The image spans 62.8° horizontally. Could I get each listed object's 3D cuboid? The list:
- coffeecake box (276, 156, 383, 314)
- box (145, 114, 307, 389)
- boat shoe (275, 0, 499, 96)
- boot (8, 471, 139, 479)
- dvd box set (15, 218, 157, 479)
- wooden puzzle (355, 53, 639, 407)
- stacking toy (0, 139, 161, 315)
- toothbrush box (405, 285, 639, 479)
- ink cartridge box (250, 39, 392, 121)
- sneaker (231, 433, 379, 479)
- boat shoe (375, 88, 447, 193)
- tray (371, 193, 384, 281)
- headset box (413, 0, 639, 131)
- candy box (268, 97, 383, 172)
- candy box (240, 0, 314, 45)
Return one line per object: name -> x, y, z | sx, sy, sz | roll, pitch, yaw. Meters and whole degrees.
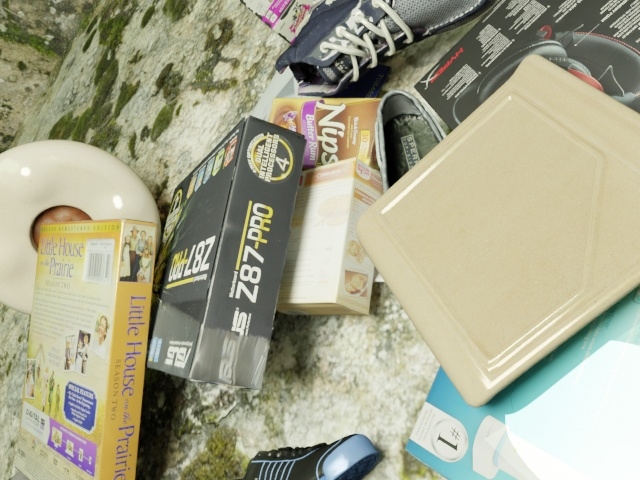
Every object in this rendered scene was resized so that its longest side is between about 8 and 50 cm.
coffeecake box -> 0.000, 0.000, 0.686 | 0.142, 0.068, 0.185 | -8, 66, 43
box -> -0.166, 0.036, 0.769 | 0.395, 0.097, 0.318 | -16, 63, 60
boat shoe -> 0.075, -0.264, 0.664 | 0.340, 0.127, 0.158 | 9, 64, 57
boot -> -0.402, 0.450, 0.886 | 0.338, 0.118, 0.223 | 33, 92, 35
dvd box set -> -0.373, 0.179, 0.817 | 0.307, 0.062, 0.420 | -1, 84, 42
wooden puzzle -> 0.158, -0.016, 0.441 | 0.239, 0.044, 0.221 | -46, 44, 16
stacking toy -> -0.554, -0.067, 1.165 | 0.351, 0.350, 0.480 | -60, 27, 4
toothbrush box -> 0.246, 0.138, 0.395 | 0.295, 0.126, 0.216 | 18, 82, 47
ink cartridge box -> -0.020, -0.225, 0.868 | 0.224, 0.045, 0.223 | 38, 98, 45
sneaker -> -0.034, 0.279, 0.625 | 0.232, 0.081, 0.090 | -44, 54, 21
boat shoe -> 0.123, -0.032, 0.575 | 0.108, 0.102, 0.301 | -15, 67, 13
tray -> 0.039, -0.011, 0.727 | 0.270, 0.030, 0.145 | -2, 71, 42
headset box -> 0.261, -0.130, 0.516 | 0.218, 0.110, 0.293 | -44, 47, 20
candy box -> 0.006, -0.149, 0.769 | 0.186, 0.053, 0.109 | 9, 82, 28
candy box -> -0.068, -0.493, 1.016 | 0.159, 0.071, 0.233 | -50, 45, 14
